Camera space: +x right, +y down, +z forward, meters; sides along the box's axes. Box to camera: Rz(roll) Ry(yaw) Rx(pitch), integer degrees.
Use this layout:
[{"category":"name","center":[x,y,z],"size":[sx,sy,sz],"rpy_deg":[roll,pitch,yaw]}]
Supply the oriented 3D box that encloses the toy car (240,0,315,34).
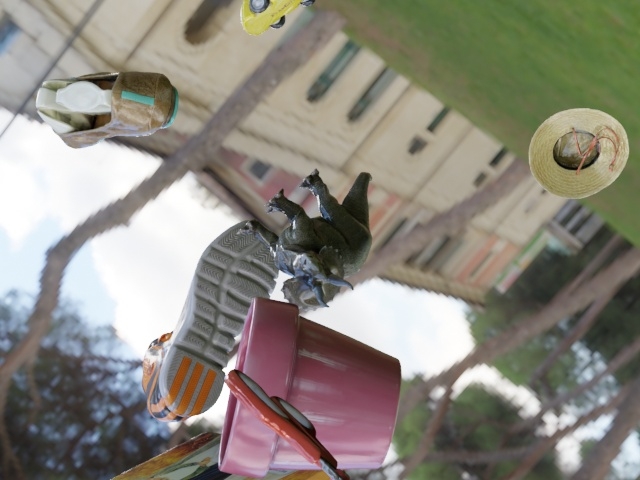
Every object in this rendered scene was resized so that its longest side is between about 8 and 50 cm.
[{"category":"toy car","center":[0.021,-0.330,1.440],"size":[0.053,0.239,0.225],"rpy_deg":[59,159,19]}]

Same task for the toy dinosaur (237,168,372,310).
[{"category":"toy dinosaur","center":[0.000,0.000,1.765],"size":[0.160,0.121,0.313],"rpy_deg":[49,-153,3]}]

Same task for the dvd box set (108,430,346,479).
[{"category":"dvd box set","center":[-0.214,0.363,1.692],"size":[0.420,0.062,0.307],"rpy_deg":[-23,-166,-37]}]

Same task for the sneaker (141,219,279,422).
[{"category":"sneaker","center":[-0.180,0.120,1.980],"size":[0.124,0.321,0.180],"rpy_deg":[35,154,-15]}]

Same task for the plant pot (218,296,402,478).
[{"category":"plant pot","center":[-0.009,0.179,1.525],"size":[0.180,0.201,0.201],"rpy_deg":[12,-165,-5]}]

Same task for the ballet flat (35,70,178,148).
[{"category":"ballet flat","center":[-0.342,-0.199,1.984],"size":[0.124,0.116,0.342],"rpy_deg":[10,177,-36]}]

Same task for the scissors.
[{"category":"scissors","center":[0.000,0.204,1.217],"size":[0.109,0.021,0.297],"rpy_deg":[39,-178,-36]}]

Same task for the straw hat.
[{"category":"straw hat","center":[0.371,-0.134,1.956],"size":[0.144,0.144,0.061],"rpy_deg":[37,-164,-12]}]
